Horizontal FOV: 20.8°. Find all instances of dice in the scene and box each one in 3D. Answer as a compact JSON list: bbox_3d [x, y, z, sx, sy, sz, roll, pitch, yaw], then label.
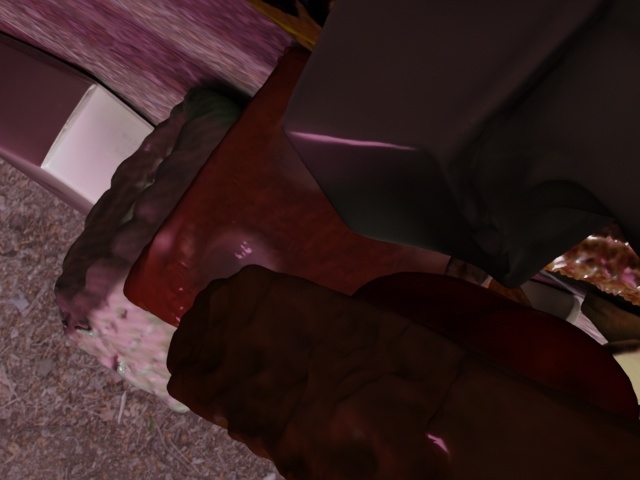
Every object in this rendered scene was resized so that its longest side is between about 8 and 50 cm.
[{"bbox_3d":[0.000,0.000,1.017,0.174,0.179,0.175,31,178,-4],"label":"dice"}]

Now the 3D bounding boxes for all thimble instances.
[{"bbox_3d":[-0.089,0.009,1.280,0.150,0.219,0.219,34,173,-15],"label":"thimble"}]

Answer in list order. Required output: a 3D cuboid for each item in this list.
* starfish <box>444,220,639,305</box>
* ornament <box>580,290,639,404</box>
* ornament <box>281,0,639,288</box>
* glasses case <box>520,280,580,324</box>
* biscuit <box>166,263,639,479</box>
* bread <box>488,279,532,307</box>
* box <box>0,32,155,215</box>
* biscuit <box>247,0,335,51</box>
[{"bbox_3d":[0.198,0.053,0.816,0.303,0.113,0.312,32,176,-9],"label":"starfish"},{"bbox_3d":[0.245,0.091,1.126,0.201,0.059,0.180,25,170,27],"label":"ornament"},{"bbox_3d":[0.123,-0.017,0.561,0.285,0.120,0.130,30,167,19],"label":"ornament"},{"bbox_3d":[0.159,0.048,1.270,0.021,0.032,0.083,31,174,-28],"label":"glasses case"},{"bbox_3d":[0.150,0.108,0.565,0.394,0.076,0.368,28,177,-24],"label":"biscuit"},{"bbox_3d":[0.100,0.059,1.179,0.160,0.073,0.160,60,178,3],"label":"bread"},{"bbox_3d":[-0.236,-0.093,1.712,0.203,0.106,0.251,28,172,37],"label":"box"},{"bbox_3d":[0.004,-0.114,0.712,0.208,0.041,0.290,27,173,23],"label":"biscuit"}]
